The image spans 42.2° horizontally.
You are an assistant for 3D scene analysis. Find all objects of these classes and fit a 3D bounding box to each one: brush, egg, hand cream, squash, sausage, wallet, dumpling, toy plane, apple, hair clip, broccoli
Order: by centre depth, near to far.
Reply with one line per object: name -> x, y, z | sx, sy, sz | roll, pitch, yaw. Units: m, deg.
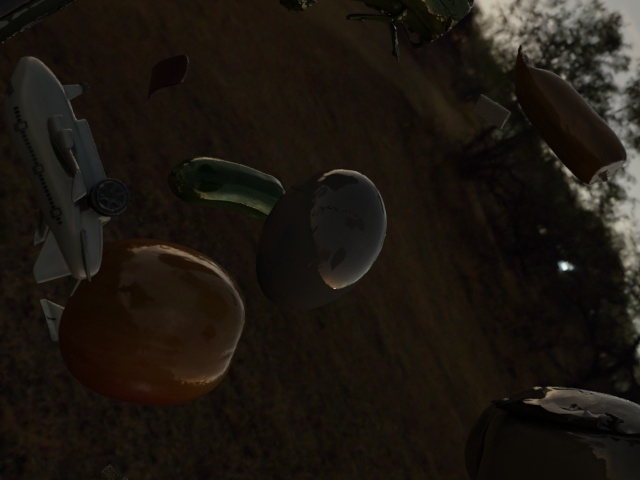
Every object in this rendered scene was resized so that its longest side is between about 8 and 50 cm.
dumpling -> 0.229, 0.230, 0.723 | 0.293, 0.204, 0.163 | 10, -26, 48
toy plane -> -0.271, -0.073, 0.879 | 0.251, 0.101, 0.255 | -22, -101, 61
egg -> 0.000, 0.000, 1.048 | 0.146, 0.198, 0.146 | 34, -9, 6
broccoli -> 0.074, -0.381, 1.077 | 0.283, 0.304, 0.321 | 50, 48, -12
apple -> -0.228, 0.116, 1.170 | 0.242, 0.241, 0.242 | 17, 90, -88
squash -> -0.125, -0.074, 1.191 | 0.219, 0.068, 0.077 | 16, 59, -45
hair clip -> -0.264, -0.276, 1.400 | 0.022, 0.137, 0.054 | 17, 75, -35
hand cream -> -0.388, 0.178, 1.483 | 0.276, 0.059, 0.095 | 36, 18, -52
brush -> -0.332, 0.470, 1.502 | 0.170, 0.014, 0.043 | 41, 18, 5
sausage -> 0.448, -0.245, 1.570 | 0.328, 0.112, 0.112 | 60, 9, 25
wallet -> 0.365, -0.275, 1.771 | 0.083, 0.044, 0.011 | 41, 26, 31

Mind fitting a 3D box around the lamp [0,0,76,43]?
lamp -> -0.220, -0.245, 0.450 | 0.283, 0.203, 0.124 | 50, -31, 18
